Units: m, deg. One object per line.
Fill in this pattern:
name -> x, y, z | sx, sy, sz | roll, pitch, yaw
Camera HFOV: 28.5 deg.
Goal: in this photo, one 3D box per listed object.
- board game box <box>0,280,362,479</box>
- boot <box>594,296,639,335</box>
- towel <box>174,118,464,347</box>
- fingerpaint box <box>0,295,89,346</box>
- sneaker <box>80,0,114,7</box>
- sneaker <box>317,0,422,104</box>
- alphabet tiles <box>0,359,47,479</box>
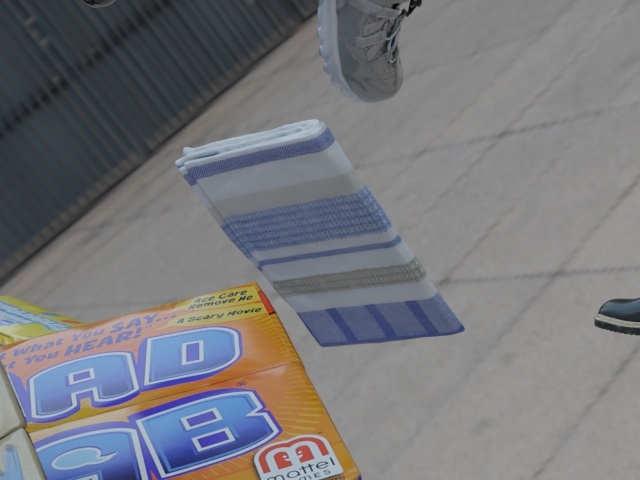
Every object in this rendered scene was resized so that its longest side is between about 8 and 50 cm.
board game box -> -0.154, 0.296, 1.013 | 0.356, 0.356, 0.356 | -14, 22, -10
boot -> 0.387, 0.032, 1.353 | 0.198, 0.137, 0.077 | -5, 2, 38
towel -> 0.000, 0.000, 1.284 | 0.209, 0.285, 0.034 | -9, 37, 43
fingerpaint box -> -0.382, 0.292, 1.678 | 0.163, 0.371, 0.445 | 2, 7, -44
sneaker -> -0.332, -0.310, 1.228 | 0.162, 0.281, 0.106 | -36, 10, 18
sneaker -> 0.056, -0.231, 1.213 | 0.115, 0.281, 0.105 | 0, 58, 14
alphabet tiles -> -0.309, 0.136, 0.720 | 0.285, 0.011, 0.342 | -31, 56, -1
